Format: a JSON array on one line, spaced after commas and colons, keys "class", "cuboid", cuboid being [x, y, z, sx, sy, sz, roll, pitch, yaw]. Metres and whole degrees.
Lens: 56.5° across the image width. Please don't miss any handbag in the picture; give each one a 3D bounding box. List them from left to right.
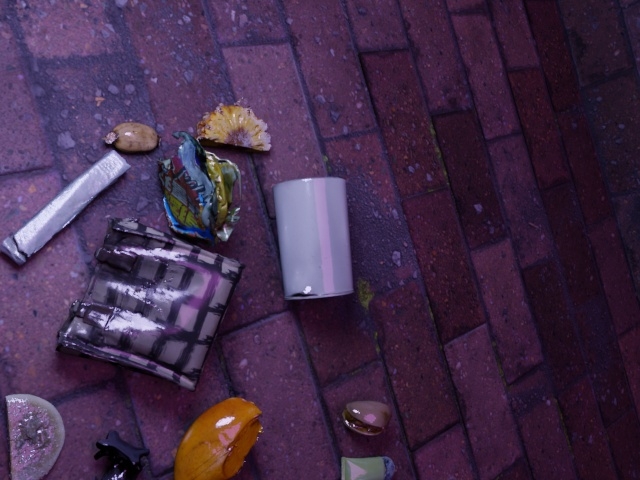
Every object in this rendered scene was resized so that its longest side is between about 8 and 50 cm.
[{"class": "handbag", "cuboid": [-0.376, 0.140, 1.352, 0.326, 0.162, 0.326, 24, 83, -26]}]

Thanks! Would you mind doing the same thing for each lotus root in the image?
[{"class": "lotus root", "cuboid": [-0.454, -0.250, 1.442, 0.151, 0.063, 0.072, -9, 97, -39]}]

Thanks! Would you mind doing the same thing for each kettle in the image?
[{"class": "kettle", "cuboid": [-0.015, 0.001, 1.647, 0.204, 0.265, 0.318, -6, 85, -3]}]

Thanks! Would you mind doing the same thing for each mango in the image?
[{"class": "mango", "cuboid": [-0.249, 0.489, 1.425, 0.252, 0.126, 0.154, -45, 119, -24]}]

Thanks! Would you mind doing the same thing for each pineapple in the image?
[{"class": "pineapple", "cuboid": [-0.237, -0.312, 1.597, 0.233, 0.079, 0.135, 0, 91, -40]}]

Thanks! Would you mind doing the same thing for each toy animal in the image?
[{"class": "toy animal", "cuboid": [-0.457, 0.542, 1.314, 0.117, 0.121, 0.210, 31, 79, -75]}]

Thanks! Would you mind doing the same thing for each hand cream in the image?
[{"class": "hand cream", "cuboid": [0.134, 0.662, 1.709, 0.174, 0.046, 0.095, 5, 81, -27]}]

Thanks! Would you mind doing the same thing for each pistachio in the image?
[{"class": "pistachio", "cuboid": [0.133, 0.503, 1.701, 0.149, 0.113, 0.113, 23, 70, -22]}]

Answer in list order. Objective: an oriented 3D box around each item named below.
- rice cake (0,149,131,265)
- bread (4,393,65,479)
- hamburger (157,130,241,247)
[{"class": "rice cake", "cuboid": [-0.566, -0.080, 1.336, 0.066, 0.063, 0.336, 48, 59, -15]}, {"class": "bread", "cuboid": [-0.594, 0.414, 1.251, 0.112, 0.036, 0.193, -2, 84, -36]}, {"class": "hamburger", "cuboid": [-0.274, -0.119, 1.424, 0.150, 0.276, 0.261, -20, 87, -33]}]
